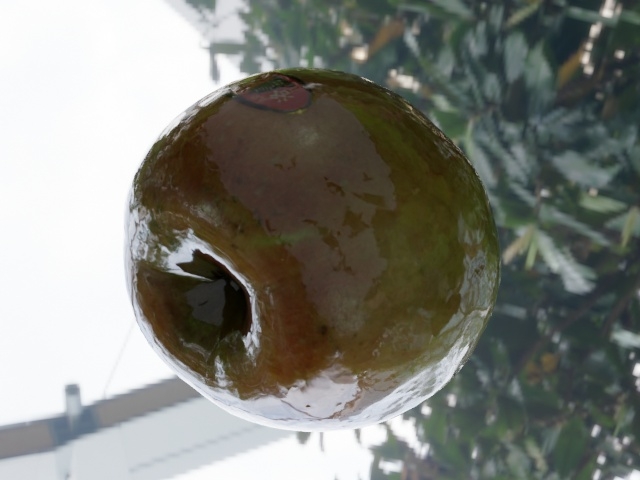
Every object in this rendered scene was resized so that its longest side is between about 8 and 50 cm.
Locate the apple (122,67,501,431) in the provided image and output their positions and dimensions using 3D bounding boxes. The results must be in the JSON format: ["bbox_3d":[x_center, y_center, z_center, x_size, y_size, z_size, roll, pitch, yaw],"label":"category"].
[{"bbox_3d":[0.000,0.000,1.303,0.338,0.339,0.305,37,-133,26],"label":"apple"}]
